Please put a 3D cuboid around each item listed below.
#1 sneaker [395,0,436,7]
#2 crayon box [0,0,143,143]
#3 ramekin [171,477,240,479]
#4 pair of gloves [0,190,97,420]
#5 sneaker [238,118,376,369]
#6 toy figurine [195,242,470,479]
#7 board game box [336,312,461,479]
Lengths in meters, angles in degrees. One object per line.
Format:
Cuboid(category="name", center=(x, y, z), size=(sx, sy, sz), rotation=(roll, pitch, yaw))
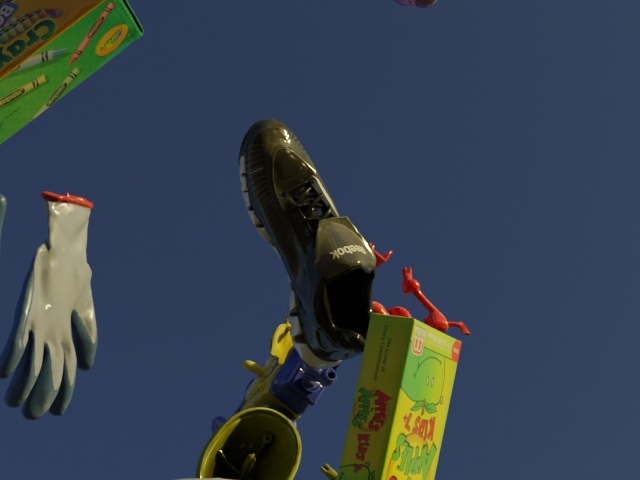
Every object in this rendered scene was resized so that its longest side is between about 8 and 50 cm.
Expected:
Cuboid(category="sneaker", center=(0.119, -0.295, 1.266), size=(0.236, 0.095, 0.104), rotation=(-51, -44, -34))
Cuboid(category="crayon box", center=(-0.349, -0.204, 1.466), size=(0.278, 0.165, 0.081), rotation=(-39, -31, -7))
Cuboid(category="ramekin", center=(-0.066, 0.235, 0.552), size=(0.277, 0.277, 0.135), rotation=(-33, -16, 6))
Cuboid(category="pair of gloves", center=(-0.204, 0.033, 0.881), size=(0.023, 0.159, 0.198), rotation=(-1, -10, 27))
Cuboid(category="sneaker", center=(0.000, 0.000, 1.217), size=(0.078, 0.106, 0.234), rotation=(-20, -84, -31))
Cuboid(category="toy figurine", center=(-0.021, 0.196, 1.521), size=(0.191, 0.362, 0.217), rotation=(36, -32, -8))
Cuboid(category="board game box", center=(0.063, 0.160, 1.144), size=(0.092, 0.043, 0.181), rotation=(28, -109, -56))
